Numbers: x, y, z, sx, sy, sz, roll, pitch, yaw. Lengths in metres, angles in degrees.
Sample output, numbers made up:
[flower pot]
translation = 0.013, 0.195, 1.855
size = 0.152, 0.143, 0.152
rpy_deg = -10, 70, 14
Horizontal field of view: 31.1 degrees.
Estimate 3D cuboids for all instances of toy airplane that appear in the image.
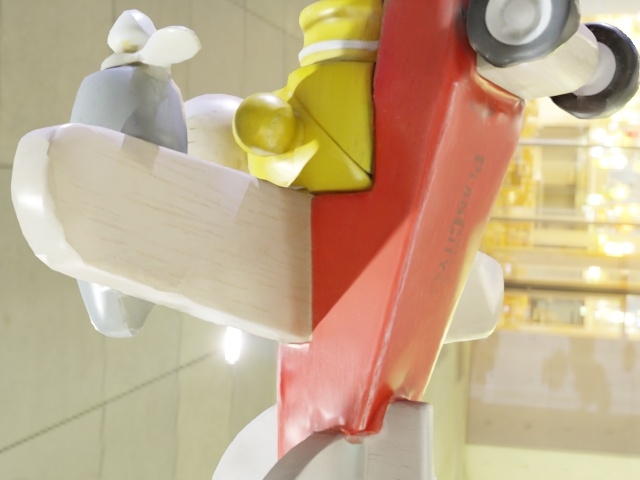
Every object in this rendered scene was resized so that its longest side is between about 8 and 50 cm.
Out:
[toy airplane]
translation = 0.000, 0.000, 0.713
size = 0.384, 0.272, 0.386
rpy_deg = -44, 141, -34
